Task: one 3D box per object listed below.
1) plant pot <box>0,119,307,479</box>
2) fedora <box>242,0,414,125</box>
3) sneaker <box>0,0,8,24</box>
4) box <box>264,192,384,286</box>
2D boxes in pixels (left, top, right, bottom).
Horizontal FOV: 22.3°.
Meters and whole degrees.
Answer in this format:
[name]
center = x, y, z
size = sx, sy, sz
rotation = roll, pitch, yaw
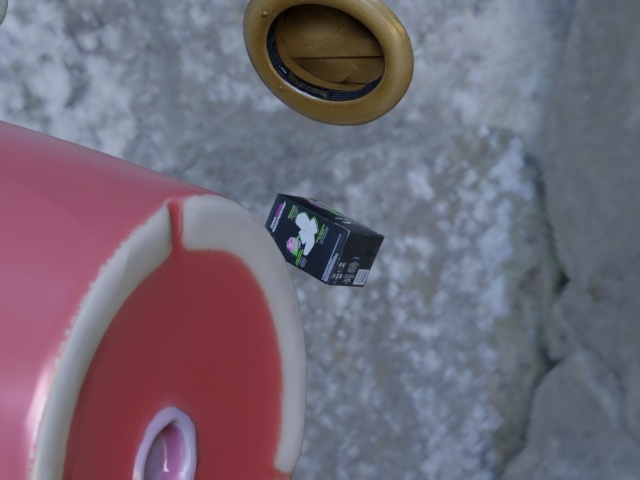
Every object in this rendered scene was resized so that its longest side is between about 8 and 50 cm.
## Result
[plant pot]
center = -0.155, 0.065, 0.652
size = 0.243, 0.275, 0.275
rotation = 8, 127, 27
[fedora]
center = 0.016, -0.214, 1.711
size = 0.194, 0.079, 0.194
rotation = 15, 131, 18
[sneaker]
center = -0.191, -0.155, 0.714
size = 0.058, 0.084, 0.152
rotation = -17, 101, 11
[box]
center = 0.000, 0.000, 1.400
size = 0.083, 0.062, 0.052
rotation = 29, 102, 31
